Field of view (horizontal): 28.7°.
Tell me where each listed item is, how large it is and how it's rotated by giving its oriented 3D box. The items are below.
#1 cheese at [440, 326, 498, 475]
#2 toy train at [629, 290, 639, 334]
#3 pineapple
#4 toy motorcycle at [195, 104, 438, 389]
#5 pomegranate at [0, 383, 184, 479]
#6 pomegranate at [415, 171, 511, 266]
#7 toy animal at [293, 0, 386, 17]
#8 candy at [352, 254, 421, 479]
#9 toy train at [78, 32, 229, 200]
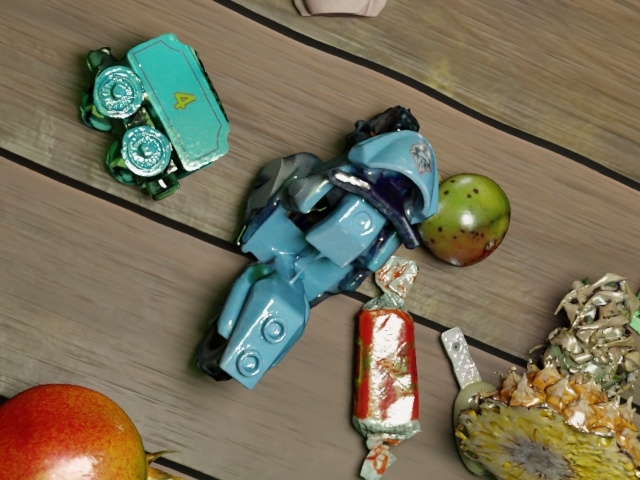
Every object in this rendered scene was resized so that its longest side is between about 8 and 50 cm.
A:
[{"bbox_3d":[0.203,0.204,1.627,0.097,0.037,0.192,-22,93,-13],"label":"cheese"},{"bbox_3d":[0.477,0.067,1.673,0.099,0.081,0.149,36,76,-8],"label":"toy train"},{"bbox_3d":[0.330,0.167,1.561,0.262,0.262,0.272,33,58,-8],"label":"pineapple"},{"bbox_3d":[0.000,0.000,1.495,0.172,0.232,0.416,42,81,-19],"label":"toy motorcycle"},{"bbox_3d":[-0.284,0.281,1.436,0.256,0.221,0.221,8,86,-16],"label":"pomegranate"},{"bbox_3d":[0.179,-0.029,1.599,0.130,0.130,0.130,0,88,-12],"label":"pomegranate"},{"bbox_3d":[0.020,-0.386,1.575,0.124,0.124,0.213,-6,92,-12],"label":"toy animal"},{"bbox_3d":[0.085,0.164,1.594,0.086,0.059,0.292,2,86,-10],"label":"candy"},{"bbox_3d":[-0.202,-0.156,1.529,0.154,0.107,0.198,-26,93,-19],"label":"toy train"}]
